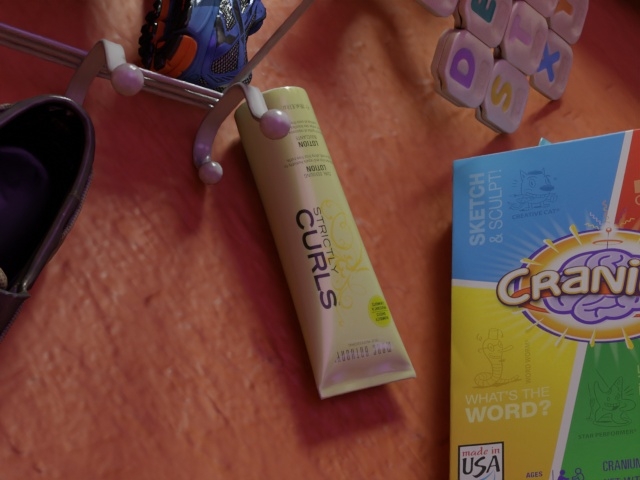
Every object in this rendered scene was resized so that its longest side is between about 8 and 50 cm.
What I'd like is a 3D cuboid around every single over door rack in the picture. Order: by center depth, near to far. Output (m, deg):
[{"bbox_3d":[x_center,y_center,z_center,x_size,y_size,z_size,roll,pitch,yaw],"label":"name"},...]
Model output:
[{"bbox_3d":[-0.108,-0.164,0.880,0.239,0.324,0.108,15,48,-25],"label":"over door rack"}]

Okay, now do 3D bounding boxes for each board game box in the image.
[{"bbox_3d":[0.220,0.061,1.026,0.064,0.242,0.316,58,29,-50],"label":"board game box"}]

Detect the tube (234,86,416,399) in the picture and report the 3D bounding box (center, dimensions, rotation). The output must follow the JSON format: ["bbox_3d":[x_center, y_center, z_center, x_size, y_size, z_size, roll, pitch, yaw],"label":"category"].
[{"bbox_3d":[0.000,0.000,1.033,0.070,0.062,0.240,-19,75,3],"label":"tube"}]

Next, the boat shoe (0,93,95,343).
[{"bbox_3d":[-0.246,0.030,0.801,0.132,0.130,0.355,33,49,-11],"label":"boat shoe"}]

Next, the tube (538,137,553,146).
[{"bbox_3d":[0.276,-0.014,1.231,0.207,0.052,0.080,32,39,-4],"label":"tube"}]

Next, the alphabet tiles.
[{"bbox_3d":[0.176,-0.244,1.199,0.278,0.021,0.284,25,80,-50],"label":"alphabet tiles"}]

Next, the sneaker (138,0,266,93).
[{"bbox_3d":[-0.086,-0.202,1.098,0.087,0.083,0.221,34,50,-32],"label":"sneaker"}]
